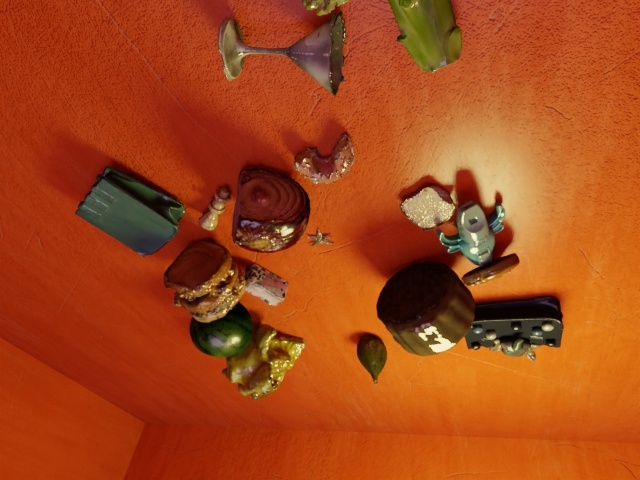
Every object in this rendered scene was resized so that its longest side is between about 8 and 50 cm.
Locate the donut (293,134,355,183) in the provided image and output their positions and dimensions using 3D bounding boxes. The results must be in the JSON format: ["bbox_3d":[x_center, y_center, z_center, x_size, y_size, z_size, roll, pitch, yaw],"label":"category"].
[{"bbox_3d":[0.018,-0.192,1.082,0.166,0.065,0.117,-15,133,29],"label":"donut"}]

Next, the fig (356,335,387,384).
[{"bbox_3d":[0.201,0.493,1.750,0.126,0.185,0.133,5,146,32],"label":"fig"}]

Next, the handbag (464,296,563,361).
[{"bbox_3d":[0.683,0.326,1.508,0.325,0.118,0.269,-8,137,23],"label":"handbag"}]

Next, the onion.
[{"bbox_3d":[-0.138,-0.061,1.161,0.207,0.216,0.206,9,144,-10],"label":"onion"}]

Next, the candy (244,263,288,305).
[{"bbox_3d":[-0.200,0.160,1.517,0.160,0.092,0.073,33,133,-26],"label":"candy"}]

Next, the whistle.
[{"bbox_3d":[0.426,-0.013,1.168,0.186,0.093,0.274,-26,136,9],"label":"whistle"}]

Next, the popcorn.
[{"bbox_3d":[-0.254,0.486,1.792,0.290,0.321,0.326,16,125,20],"label":"popcorn"}]

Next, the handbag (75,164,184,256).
[{"bbox_3d":[-0.581,-0.090,1.309,0.274,0.100,0.268,34,138,-24],"label":"handbag"}]

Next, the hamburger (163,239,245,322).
[{"bbox_3d":[-0.395,0.134,1.422,0.260,0.245,0.211,-29,138,-1],"label":"hamburger"}]

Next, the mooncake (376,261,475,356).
[{"bbox_3d":[0.316,0.197,1.307,0.290,0.290,0.161,-24,121,34],"label":"mooncake"}]

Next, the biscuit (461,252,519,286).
[{"bbox_3d":[0.498,0.096,1.243,0.170,0.170,0.050,-32,81,38],"label":"biscuit"}]

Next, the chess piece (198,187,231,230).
[{"bbox_3d":[-0.314,-0.100,1.270,0.060,0.060,0.172,25,135,-17],"label":"chess piece"}]

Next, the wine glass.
[{"bbox_3d":[-0.074,-0.373,0.838,0.232,0.156,0.156,8,140,11],"label":"wine glass"}]

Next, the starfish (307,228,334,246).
[{"bbox_3d":[0.000,0.000,1.349,0.092,0.016,0.086,20,141,-14],"label":"starfish"}]

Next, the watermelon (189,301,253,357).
[{"bbox_3d":[-0.386,0.340,1.654,0.242,0.242,0.242,6,139,5],"label":"watermelon"}]

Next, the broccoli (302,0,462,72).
[{"bbox_3d":[0.101,-0.436,0.674,0.353,0.275,0.397,6,153,2],"label":"broccoli"}]

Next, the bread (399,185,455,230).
[{"bbox_3d":[0.295,-0.094,1.156,0.126,0.044,0.129,37,136,-18],"label":"bread"}]
